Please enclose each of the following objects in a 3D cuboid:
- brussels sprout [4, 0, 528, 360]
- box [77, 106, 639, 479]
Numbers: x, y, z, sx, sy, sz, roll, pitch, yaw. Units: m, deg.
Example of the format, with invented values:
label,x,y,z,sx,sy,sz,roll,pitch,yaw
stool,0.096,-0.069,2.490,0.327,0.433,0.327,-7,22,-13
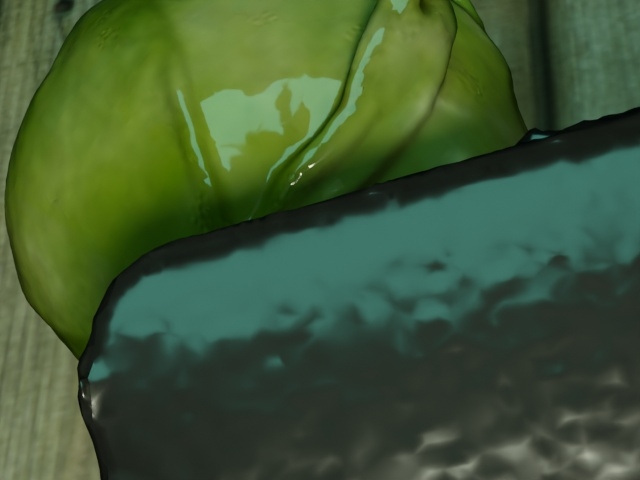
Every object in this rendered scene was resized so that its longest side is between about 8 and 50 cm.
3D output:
label,x,y,z,sx,sy,sz,roll,pitch,yaw
brussels sprout,-0.001,0.003,0.814,0.227,0.259,0.294,-33,30,-23
box,0.120,0.132,0.644,0.350,0.091,0.359,-16,87,1
